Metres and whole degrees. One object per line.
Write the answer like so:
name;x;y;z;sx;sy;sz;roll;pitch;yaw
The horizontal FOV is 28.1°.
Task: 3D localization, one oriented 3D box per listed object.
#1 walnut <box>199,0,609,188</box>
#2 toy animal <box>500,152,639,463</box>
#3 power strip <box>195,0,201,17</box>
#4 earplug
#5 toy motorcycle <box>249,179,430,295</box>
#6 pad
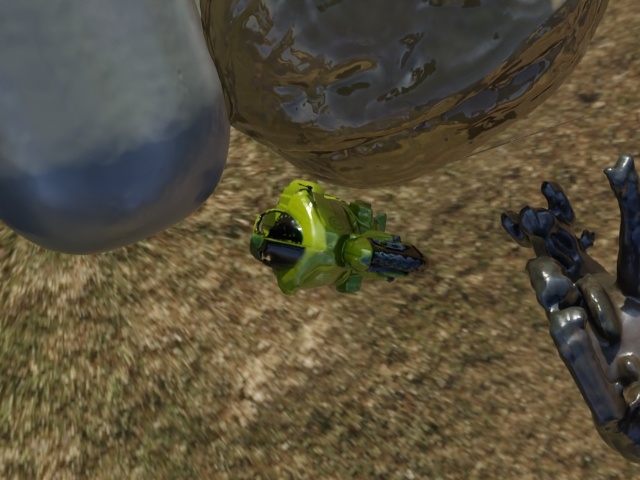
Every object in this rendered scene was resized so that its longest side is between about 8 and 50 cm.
walnut;0.049;-0.149;0.768;0.261;0.225;0.225;-35;99;1
toy animal;0.174;0.052;0.716;0.085;0.148;0.232;-28;63;6
power strip;-0.151;-0.232;1.655;0.092;0.034;0.267;14;53;-11
earplug;-0.269;-0.183;1.389;0.313;0.312;0.394;-22;97;-10
toy motorcycle;0.000;0.002;1.644;0.206;0.342;0.142;18;92;-15
pad;0.248;-0.131;1.763;0.143;0.211;0.003;-20;92;-32
